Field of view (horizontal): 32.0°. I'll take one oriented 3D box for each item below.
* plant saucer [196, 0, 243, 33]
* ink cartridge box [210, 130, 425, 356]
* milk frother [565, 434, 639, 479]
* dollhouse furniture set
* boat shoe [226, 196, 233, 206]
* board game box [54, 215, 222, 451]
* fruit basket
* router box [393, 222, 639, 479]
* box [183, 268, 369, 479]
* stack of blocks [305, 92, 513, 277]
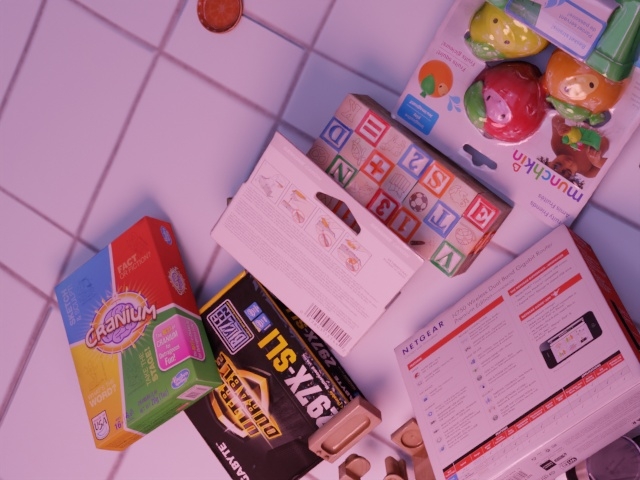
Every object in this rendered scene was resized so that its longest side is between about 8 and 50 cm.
[{"bbox_3d":[-0.165,-0.384,1.843,0.083,0.013,0.084,2,97,22],"label":"plant saucer"},{"bbox_3d":[0.000,0.000,1.716,0.296,0.066,0.261,42,131,6],"label":"ink cartridge box"},{"bbox_3d":[0.399,0.290,1.607,0.143,0.135,0.129,42,78,11],"label":"milk frother"},{"bbox_3d":[0.086,0.337,1.692,0.151,0.123,0.144,38,112,-22],"label":"dollhouse furniture set"},{"bbox_3d":[-0.097,-0.066,1.824,0.135,0.050,0.045,-15,94,23],"label":"boat shoe"},{"bbox_3d":[-0.311,0.155,1.860,0.242,0.064,0.317,-36,59,23],"label":"board game box"},{"bbox_3d":[0.303,-0.236,1.586,0.327,0.165,0.353,37,111,15],"label":"fruit basket"},{"bbox_3d":[0.286,0.187,1.580,0.335,0.082,0.301,-39,40,21],"label":"router box"},{"bbox_3d":[-0.100,0.243,1.840,0.257,0.079,0.322,-40,79,19],"label":"box"},{"bbox_3d":[0.122,-0.070,1.713,0.297,0.087,0.171,39,108,14],"label":"stack of blocks"}]
